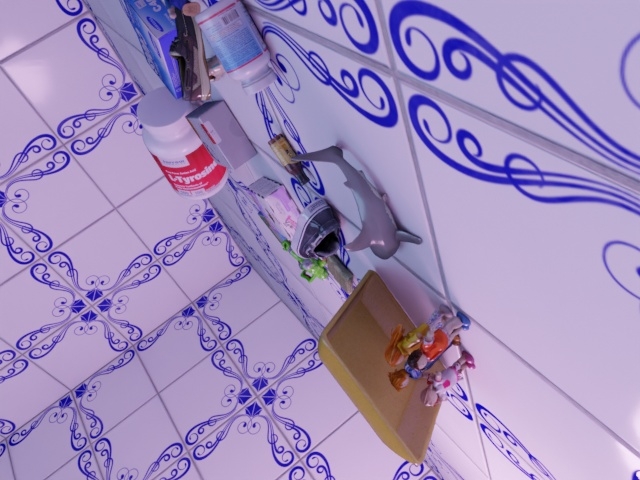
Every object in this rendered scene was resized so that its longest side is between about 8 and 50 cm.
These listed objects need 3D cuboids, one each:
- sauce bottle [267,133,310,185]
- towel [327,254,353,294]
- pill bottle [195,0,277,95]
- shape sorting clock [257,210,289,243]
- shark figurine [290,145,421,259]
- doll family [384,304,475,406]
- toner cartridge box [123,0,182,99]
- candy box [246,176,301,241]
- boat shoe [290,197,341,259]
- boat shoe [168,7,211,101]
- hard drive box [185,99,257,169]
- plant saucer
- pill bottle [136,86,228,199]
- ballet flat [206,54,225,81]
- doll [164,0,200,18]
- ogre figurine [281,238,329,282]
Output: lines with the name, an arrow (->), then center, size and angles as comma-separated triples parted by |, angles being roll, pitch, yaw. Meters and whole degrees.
sauce bottle -> -0.069, -0.184, 1.284 | 0.128, 0.042, 0.042 | 54, 168, -10
towel -> 0.058, 0.097, 1.633 | 0.110, 0.027, 0.148 | 50, 169, 20
pill bottle -> -0.145, -0.345, 0.995 | 0.160, 0.087, 0.087 | 59, 167, -25
shape sorting clock -> -0.155, -0.049, 1.996 | 0.206, 0.040, 0.206 | 47, 169, 12
shark figurine -> 0.067, -0.044, 0.997 | 0.278, 0.116, 0.166 | 57, 167, -25
doll family -> 0.205, 0.228, 1.114 | 0.118, 0.163, 0.263 | 43, 164, 41
toner cartridge box -> -0.454, -0.557, 1.601 | 0.165, 0.075, 0.348 | 51, 168, 6
candy box -> -0.130, -0.097, 1.692 | 0.164, 0.070, 0.196 | 59, 167, -24
boat shoe -> 0.000, 0.000, 1.414 | 0.102, 0.108, 0.301 | 52, 161, 14
boat shoe -> -0.304, -0.425, 1.261 | 0.080, 0.074, 0.223 | 16, 120, 61
hard drive box -> -0.300, -0.317, 1.668 | 0.181, 0.089, 0.232 | 57, 167, -22
plant saucer -> 0.132, 0.269, 1.229 | 0.332, 0.081, 0.333 | 54, -149, -4
pill bottle -> -0.479, -0.335, 1.959 | 0.229, 0.229, 0.407 | 48, 167, 25
ballet flat -> -0.268, -0.413, 1.355 | 0.057, 0.052, 0.168 | 56, 168, -14
doll -> -0.314, -0.533, 1.184 | 0.189, 0.046, 0.129 | 47, 147, 36
ogre figurine -> -0.035, 0.067, 1.735 | 0.118, 0.097, 0.197 | 46, 166, 36
